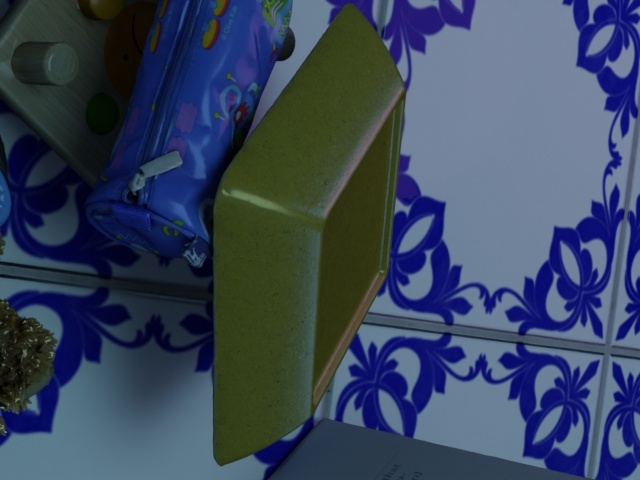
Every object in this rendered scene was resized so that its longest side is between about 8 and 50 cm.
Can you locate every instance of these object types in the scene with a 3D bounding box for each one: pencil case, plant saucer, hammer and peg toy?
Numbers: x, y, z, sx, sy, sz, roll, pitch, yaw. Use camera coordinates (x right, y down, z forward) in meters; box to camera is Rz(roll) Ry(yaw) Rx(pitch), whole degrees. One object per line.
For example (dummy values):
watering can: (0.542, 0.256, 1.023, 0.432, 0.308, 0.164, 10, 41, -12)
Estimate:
pencil case: (-0.104, -0.131, 1.299, 0.133, 0.119, 0.306, 64, 42, -75)
plant saucer: (0.000, 0.000, 1.423, 0.333, 0.081, 0.332, -59, 158, -48)
hammer and peg toy: (-0.137, -0.148, 1.446, 0.361, 0.127, 0.266, 47, 64, -39)

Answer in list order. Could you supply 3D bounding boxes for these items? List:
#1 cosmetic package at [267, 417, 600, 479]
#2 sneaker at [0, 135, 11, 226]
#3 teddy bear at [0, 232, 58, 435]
cosmetic package: (0.105, 0.427, 1.540, 0.327, 0.394, 0.329, -46, 122, -30)
sneaker: (-0.303, -0.095, 1.273, 0.067, 0.078, 0.188, -17, 88, -9)
teddy bear: (-0.351, 0.061, 1.289, 0.338, 0.113, 0.245, 39, 70, -45)
